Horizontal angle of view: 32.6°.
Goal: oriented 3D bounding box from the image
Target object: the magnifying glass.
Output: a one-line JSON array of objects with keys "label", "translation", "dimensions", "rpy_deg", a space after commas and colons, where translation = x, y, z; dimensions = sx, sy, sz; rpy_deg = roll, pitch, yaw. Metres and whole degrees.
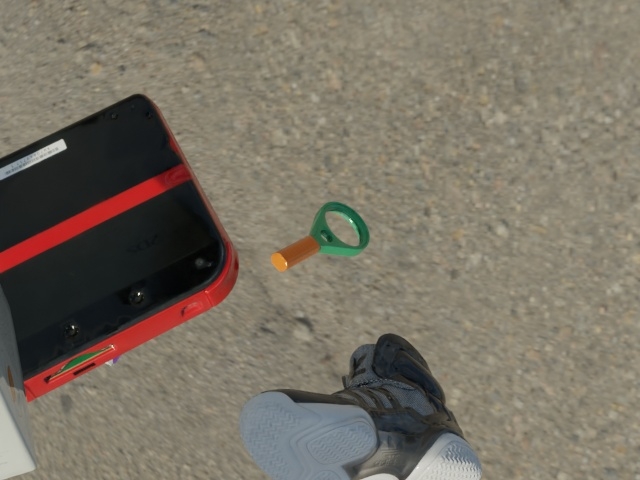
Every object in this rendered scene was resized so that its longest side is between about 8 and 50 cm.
[{"label": "magnifying glass", "translation": [0.000, 0.000, 1.617], "dimensions": [0.092, 0.026, 0.231], "rpy_deg": [51, 33, 8]}]

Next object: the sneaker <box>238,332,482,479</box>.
[{"label": "sneaker", "translation": [0.029, 0.160, 1.044], "dimensions": [0.268, 0.153, 0.101], "rpy_deg": [22, 125, -32]}]

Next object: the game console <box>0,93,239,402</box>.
[{"label": "game console", "translation": [-0.337, 0.006, 1.491], "dimensions": [0.386, 0.060, 0.342], "rpy_deg": [-27, 65, -8]}]

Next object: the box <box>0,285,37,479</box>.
[{"label": "box", "translation": [-0.379, 0.049, 0.946], "dimensions": [0.168, 0.215, 0.345], "rpy_deg": [-15, 139, -11]}]

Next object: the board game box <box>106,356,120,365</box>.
[{"label": "board game box", "translation": [-0.382, 0.079, 1.660], "dimensions": [0.144, 0.275, 0.142], "rpy_deg": [51, 62, -28]}]
